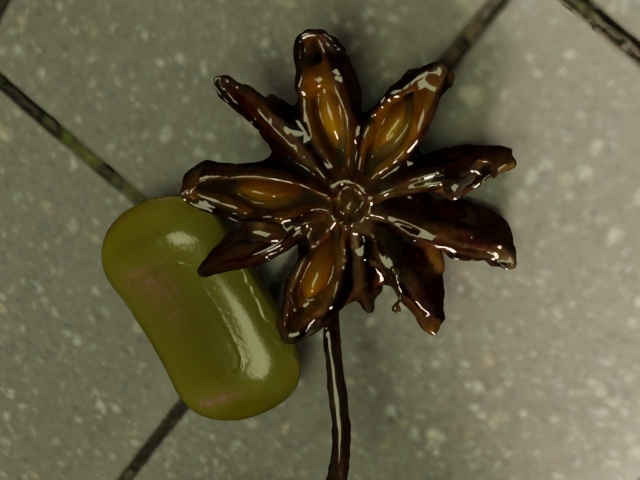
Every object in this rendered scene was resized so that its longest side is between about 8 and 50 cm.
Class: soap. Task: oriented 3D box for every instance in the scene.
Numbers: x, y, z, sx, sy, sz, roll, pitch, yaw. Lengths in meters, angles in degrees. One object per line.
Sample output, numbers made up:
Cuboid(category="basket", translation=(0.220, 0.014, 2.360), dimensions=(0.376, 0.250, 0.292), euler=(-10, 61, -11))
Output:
Cuboid(category="soap", translation=(-0.067, 0.039, 0.715), dimensions=(0.089, 0.045, 0.140), euler=(-21, 104, 34))

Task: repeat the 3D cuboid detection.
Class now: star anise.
Cuboid(category="star anise", translation=(-0.002, 0.003, 0.645), dimensions=(0.177, 0.073, 0.234), euler=(33, 106, -2))
